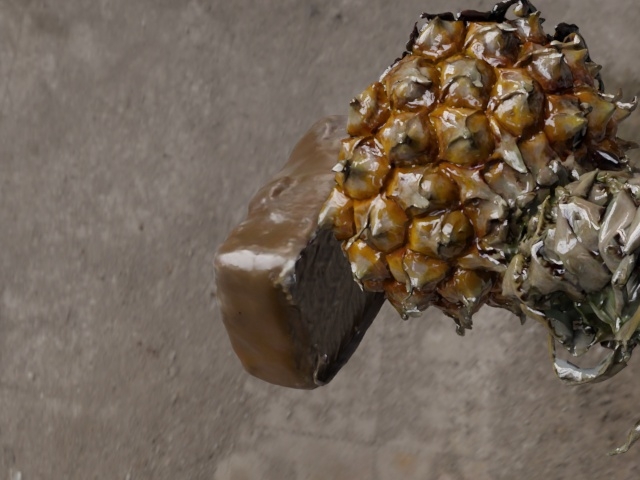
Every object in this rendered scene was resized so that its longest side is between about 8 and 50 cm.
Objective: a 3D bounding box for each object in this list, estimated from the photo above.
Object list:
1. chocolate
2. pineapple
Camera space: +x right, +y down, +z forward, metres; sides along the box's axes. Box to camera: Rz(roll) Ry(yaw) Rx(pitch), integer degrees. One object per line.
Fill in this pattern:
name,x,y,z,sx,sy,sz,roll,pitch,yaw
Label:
chocolate,0.000,0.000,1.032,0.093,0.148,0.214,12,44,24
pineapple,0.164,-0.001,0.860,0.262,0.263,0.272,-17,32,-20
